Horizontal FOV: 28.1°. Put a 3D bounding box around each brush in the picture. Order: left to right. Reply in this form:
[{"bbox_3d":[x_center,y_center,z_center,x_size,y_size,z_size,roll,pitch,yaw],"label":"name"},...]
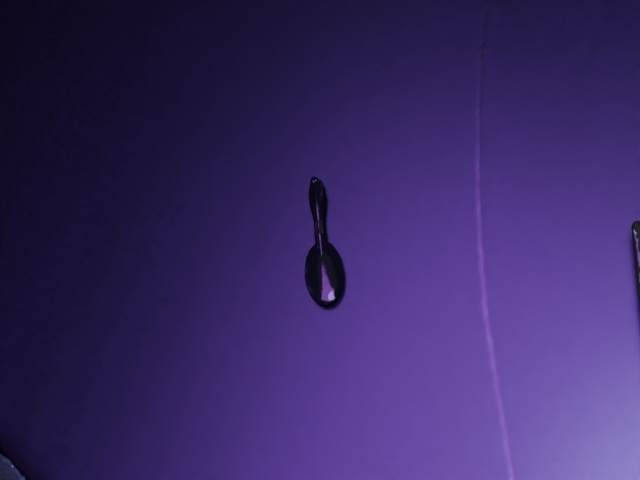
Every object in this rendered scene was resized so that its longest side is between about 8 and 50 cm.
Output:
[{"bbox_3d":[0.000,0.000,0.776,0.024,0.008,0.083,-10,70,11],"label":"brush"}]

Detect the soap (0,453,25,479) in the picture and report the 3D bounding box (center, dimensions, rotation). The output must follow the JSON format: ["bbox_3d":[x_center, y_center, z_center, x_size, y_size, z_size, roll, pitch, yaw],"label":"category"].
[{"bbox_3d":[-0.249,0.208,0.736,0.198,0.063,0.114,-44,71,-3],"label":"soap"}]

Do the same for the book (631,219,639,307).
[{"bbox_3d":[0.293,0.129,0.665,0.228,0.018,0.322,-7,71,11],"label":"book"}]
